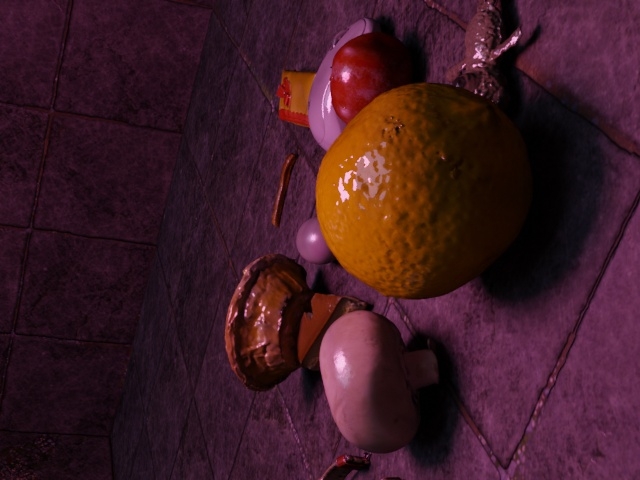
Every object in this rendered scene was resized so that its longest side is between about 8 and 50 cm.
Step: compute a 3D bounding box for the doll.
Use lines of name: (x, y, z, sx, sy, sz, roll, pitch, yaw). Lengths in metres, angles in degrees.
doll: (0.266, -0.324, 1.497, 0.202, 0.091, 0.286, 37, 108, 53)

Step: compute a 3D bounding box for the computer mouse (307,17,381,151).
computer mouse: (0.041, -0.325, 1.981, 0.184, 0.121, 0.297, -104, 24, -71)

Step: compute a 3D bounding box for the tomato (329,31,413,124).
tomato: (0.103, -0.307, 1.809, 0.187, 0.151, 0.187, 2, -90, -71)

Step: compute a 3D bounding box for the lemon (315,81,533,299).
lemon: (0.148, -0.070, 1.383, 0.336, 0.336, 0.336, -172, 90, -69)

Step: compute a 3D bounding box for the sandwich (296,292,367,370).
sandwich: (0.017, 0.169, 1.929, 0.244, 0.090, 0.088, 119, 148, -42)

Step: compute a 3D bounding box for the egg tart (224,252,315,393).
egg tart: (-0.081, 0.177, 2.024, 0.120, 0.315, 0.315, 6, 87, 30)

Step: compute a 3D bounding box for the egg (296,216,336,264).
egg: (0.000, 0.000, 2.011, 0.135, 0.103, 0.103, 163, 113, -70)

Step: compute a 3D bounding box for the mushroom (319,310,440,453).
mushroom: (0.103, 0.227, 1.571, 0.246, 0.202, 0.246, -19, -90, -76)

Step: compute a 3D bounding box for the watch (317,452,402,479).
watch: (0.056, 0.475, 1.743, 0.268, 0.102, 0.165, -60, 28, 28)

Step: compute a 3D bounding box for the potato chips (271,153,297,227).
potato chips: (-0.095, -0.130, 2.409, 0.037, 0.026, 0.204, 40, 120, 50)

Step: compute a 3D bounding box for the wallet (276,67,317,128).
wallet: (-0.046, -0.348, 2.305, 0.241, 0.067, 0.141, -152, 69, -67)
